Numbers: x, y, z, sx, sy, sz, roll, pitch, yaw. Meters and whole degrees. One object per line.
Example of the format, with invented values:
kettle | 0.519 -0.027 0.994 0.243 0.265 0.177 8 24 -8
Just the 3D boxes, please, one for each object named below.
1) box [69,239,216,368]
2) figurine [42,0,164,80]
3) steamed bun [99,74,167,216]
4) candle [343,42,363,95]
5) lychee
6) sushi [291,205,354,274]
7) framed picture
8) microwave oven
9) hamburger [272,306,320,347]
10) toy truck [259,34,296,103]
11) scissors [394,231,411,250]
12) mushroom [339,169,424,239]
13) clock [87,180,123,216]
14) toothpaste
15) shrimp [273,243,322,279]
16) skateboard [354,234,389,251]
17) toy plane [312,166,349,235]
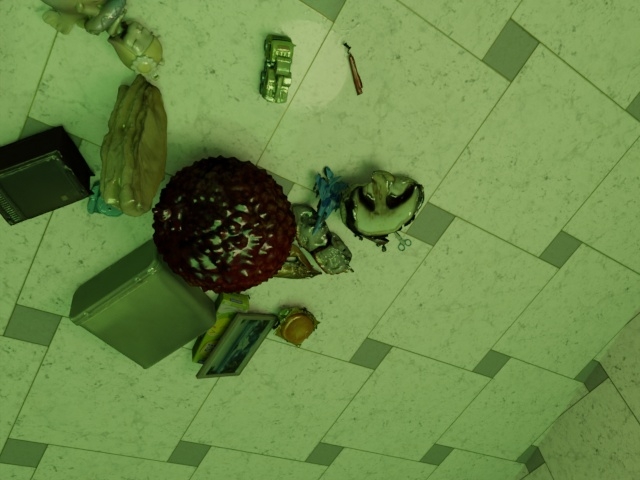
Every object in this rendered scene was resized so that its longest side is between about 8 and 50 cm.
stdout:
box | -0.599 0.234 1.731 0.352 0.177 0.343 -33 124 4
figurine | -0.565 -0.571 1.281 0.275 0.226 0.394 -14 141 30
steamed bun | -0.527 -0.229 1.392 0.190 0.427 0.247 -8 154 9
candle | 0.104 -0.534 1.556 0.026 0.021 0.167 -11 126 15
lychee | -0.300 -0.047 1.490 0.500 0.424 0.424 14 118 -51
sushi | 0.000 0.000 1.785 0.130 0.124 0.332 -30 122 12
framed picture | -0.315 0.407 1.931 0.232 0.024 0.314 15 113 -54
microwave oven | -0.800 -0.186 1.417 0.248 0.188 0.177 -22 129 -7
hamburger | -0.101 0.326 1.969 0.164 0.093 0.189 -41 125 1
toy truck | -0.124 -0.491 1.461 0.085 0.116 0.191 1 120 -18
scissors | 0.308 -0.005 1.934 0.058 0.014 0.119 -38 126 7
mushroom | 0.197 -0.133 1.724 0.345 0.130 0.247 -22 121 -32
clock | -0.650 -0.120 1.579 0.147 0.045 0.108 14 117 -23
toothpaste | -0.382 0.336 1.908 0.110 0.077 0.327 19 114 -26
shrimp | -0.107 0.084 1.848 0.267 0.061 0.145 21 103 -23
skateboard | 0.192 -0.023 1.869 0.152 0.067 0.080 24 102 -22
toy plane | 0.017 -0.120 1.685 0.169 0.078 0.246 37 71 -32
